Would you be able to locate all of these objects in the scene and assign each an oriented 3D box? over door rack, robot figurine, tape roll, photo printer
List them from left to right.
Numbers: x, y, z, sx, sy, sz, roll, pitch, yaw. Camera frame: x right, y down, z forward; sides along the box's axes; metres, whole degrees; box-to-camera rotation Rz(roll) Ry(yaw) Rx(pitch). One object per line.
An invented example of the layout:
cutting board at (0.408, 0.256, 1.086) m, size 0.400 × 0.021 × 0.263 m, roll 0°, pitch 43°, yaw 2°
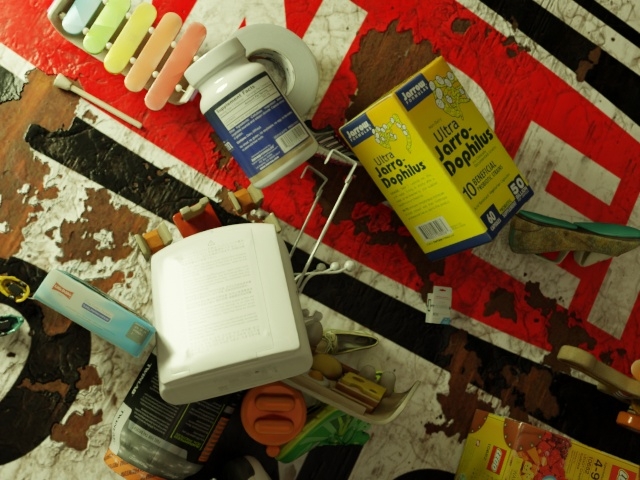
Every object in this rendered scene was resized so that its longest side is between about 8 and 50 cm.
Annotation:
photo printer at (-0.166, 0.110, 1.239) m, size 0.256 × 0.107 × 0.307 m, roll -15°, pitch 53°, yaw -1°
tape roll at (-0.117, -0.337, 1.490) m, size 0.219 × 0.072 × 0.219 m, roll 1°, pitch 86°, yaw -16°
robot figurine at (-0.092, 0.323, 1.383) m, size 0.128 × 0.219 × 0.158 m, roll -36°, pitch 89°, yaw -8°
over door rack at (0.000, 0.000, 1.417) m, size 0.108 × 0.239 × 0.324 m, roll 16°, pitch 83°, yaw -13°

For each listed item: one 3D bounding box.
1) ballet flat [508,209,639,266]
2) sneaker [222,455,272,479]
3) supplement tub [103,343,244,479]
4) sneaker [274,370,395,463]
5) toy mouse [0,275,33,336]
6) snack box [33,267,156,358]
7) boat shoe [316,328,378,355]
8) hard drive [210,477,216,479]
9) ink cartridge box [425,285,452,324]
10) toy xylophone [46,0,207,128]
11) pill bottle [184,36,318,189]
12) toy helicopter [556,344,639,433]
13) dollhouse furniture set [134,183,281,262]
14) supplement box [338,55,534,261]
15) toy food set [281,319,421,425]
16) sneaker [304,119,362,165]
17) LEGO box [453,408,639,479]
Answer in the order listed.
ballet flat at (0.597, 0.005, 1.675) m, size 0.349 × 0.123 × 0.123 m, roll 7°, pitch 85°, yaw -17°
sneaker at (-0.009, 0.577, 1.444) m, size 0.258 × 0.169 × 0.447 m, roll -31°, pitch 104°, yaw -25°
supplement tub at (-0.262, 0.303, 1.344) m, size 0.194 × 0.193 × 0.316 m, roll 32°, pitch 77°, yaw -13°
sneaker at (0.041, 0.385, 1.475) m, size 0.296 × 0.109 × 0.123 m, roll -28°, pitch 91°, yaw -17°
toy mouse at (-0.614, 0.130, 1.332) m, size 0.161 × 0.031 × 0.143 m, roll 32°, pitch 78°, yaw -13°
snack box at (-0.391, 0.122, 1.248) m, size 0.187 × 0.322 × 0.060 m, roll 34°, pitch 78°, yaw -12°
boat shoe at (0.047, 0.218, 1.518) m, size 0.153 × 0.048 × 0.056 m, roll 2°, pitch 86°, yaw -17°
hard drive at (-0.141, 0.620, 1.325) m, size 0.353 × 0.233 × 0.047 m, roll 46°, pitch 37°, yaw -1°
ink cartridge box at (0.267, 0.146, 1.599) m, size 0.048 × 0.028 × 0.083 m, roll 8°, pitch 85°, yaw -17°
toy xylophone at (-0.383, -0.366, 1.406) m, size 0.323 × 0.081 × 0.236 m, roll 23°, pitch 81°, yaw -14°
pill bottle at (-0.134, -0.243, 1.362) m, size 0.153 × 0.153 × 0.264 m, roll -37°, pitch 99°, yaw -16°
toy helicopter at (0.697, 0.332, 1.611) m, size 0.355 × 0.235 × 0.140 m, roll 29°, pitch 80°, yaw -13°
dollhouse furniture set at (-0.204, 0.044, 1.433) m, size 0.262 × 0.135 × 0.259 m, roll -27°, pitch 83°, yaw -17°
supplement box at (0.245, -0.166, 1.500) m, size 0.194 × 0.195 × 0.356 m, roll -42°, pitch 99°, yaw -34°
toy food set at (0.036, 0.237, 1.367) m, size 0.306 × 0.220 × 0.092 m, roll 23°, pitch 98°, yaw 13°
sneaker at (0.024, -0.211, 1.528) m, size 0.171 × 0.063 × 0.074 m, roll 19°, pitch 88°, yaw -10°
LEGO box at (0.462, 0.671, 1.542) m, size 0.373 × 0.193 × 0.500 m, roll 22°, pitch 81°, yaw -14°
